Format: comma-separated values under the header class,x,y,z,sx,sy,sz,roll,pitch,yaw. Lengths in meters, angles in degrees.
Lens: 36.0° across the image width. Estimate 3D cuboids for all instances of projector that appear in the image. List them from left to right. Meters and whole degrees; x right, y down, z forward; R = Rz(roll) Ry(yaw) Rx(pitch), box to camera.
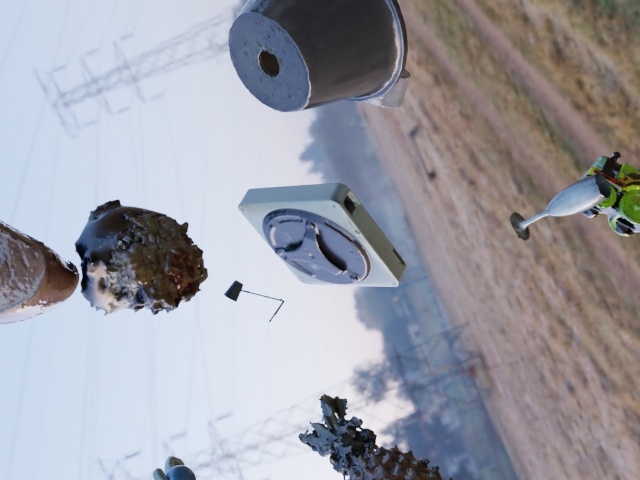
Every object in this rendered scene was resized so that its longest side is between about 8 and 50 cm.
class,x,y,z,sx,sy,sz,roll,pitch,yaw
projector,0.000,0.000,1.907,0.257,0.259,0.079,51,-126,-36

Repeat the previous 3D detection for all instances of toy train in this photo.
class,x,y,z,sx,sy,sz,roll,pitch,yaw
toy train,0.717,-0.086,2.207,0.296,0.160,0.100,28,167,3

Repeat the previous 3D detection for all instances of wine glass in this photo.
class,x,y,z,sx,sy,sz,roll,pitch,yaw
wine glass,0.458,-0.064,1.877,0.066,0.198,0.066,25,-128,-36

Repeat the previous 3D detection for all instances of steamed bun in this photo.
class,x,y,z,sx,sy,sz,roll,pitch,yaw
steamed bun,-0.632,0.061,1.856,0.301,0.199,0.251,26,169,4

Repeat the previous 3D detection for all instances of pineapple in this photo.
class,x,y,z,sx,sy,sz,roll,pitch,yaw
pineapple,0.088,0.412,1.727,0.361,0.175,0.175,28,153,43

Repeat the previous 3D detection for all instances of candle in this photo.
class,x,y,z,sx,sy,sz,roll,pitch,yaw
candle,0.055,-0.291,1.671,0.192,0.168,0.068,51,130,50

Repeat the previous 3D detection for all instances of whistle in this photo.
class,x,y,z,sx,sy,sz,roll,pitch,yaw
whistle,-0.267,0.475,1.890,0.114,0.077,0.235,24,-171,-18

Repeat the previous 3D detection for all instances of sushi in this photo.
class,x,y,z,sx,sy,sz,roll,pitch,yaw
sushi,-0.341,0.041,1.934,0.238,0.219,0.225,-51,-50,-33

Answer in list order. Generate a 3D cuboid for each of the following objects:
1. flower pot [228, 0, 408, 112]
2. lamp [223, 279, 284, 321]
class,x,y,z,sx,sy,sz,roll,pitch,yaw
flower pot,-0.025,-0.290,1.433,0.269,0.166,0.269,34,145,28
lamp,-0.140,0.121,2.089,0.121,0.054,0.041,29,-178,4
